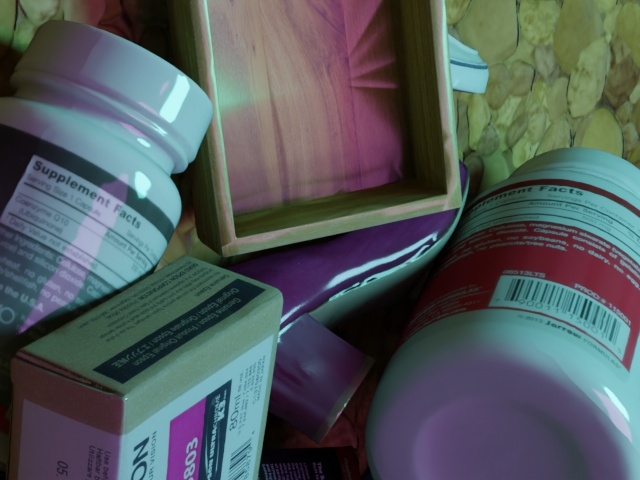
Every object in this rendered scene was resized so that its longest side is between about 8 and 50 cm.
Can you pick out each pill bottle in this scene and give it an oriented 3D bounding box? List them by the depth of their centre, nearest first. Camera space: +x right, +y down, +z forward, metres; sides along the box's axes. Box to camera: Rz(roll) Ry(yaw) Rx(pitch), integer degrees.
[{"bbox_3d":[-0.194,0.005,1.219,0.161,0.161,0.283,41,69,-47],"label":"pill bottle"},{"bbox_3d":[0.194,0.081,1.558,0.407,0.229,0.229,-59,144,-57],"label":"pill bottle"}]

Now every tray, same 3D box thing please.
[{"bbox_3d":[-0.015,-0.209,1.357,0.203,0.076,0.410,-12,109,-19],"label":"tray"}]

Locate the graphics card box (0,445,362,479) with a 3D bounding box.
[{"bbox_3d":[-0.095,0.282,1.403,0.371,0.094,0.232,6,69,-51],"label":"graphics card box"}]

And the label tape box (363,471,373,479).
[{"bbox_3d":[0.156,0.329,1.766,0.249,0.115,0.347,-49,135,-30],"label":"label tape box"}]

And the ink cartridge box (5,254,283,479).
[{"bbox_3d":[-0.118,0.153,1.184,0.193,0.088,0.234,-35,139,-55],"label":"ink cartridge box"}]

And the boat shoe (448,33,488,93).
[{"bbox_3d":[0.055,-0.187,1.515,0.268,0.096,0.088,13,95,-42],"label":"boat shoe"}]

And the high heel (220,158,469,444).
[{"bbox_3d":[0.000,0.000,1.516,0.127,0.181,0.377,-58,178,38],"label":"high heel"}]
